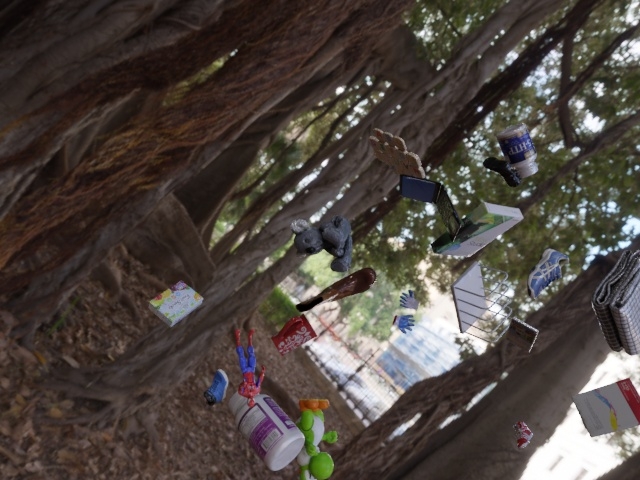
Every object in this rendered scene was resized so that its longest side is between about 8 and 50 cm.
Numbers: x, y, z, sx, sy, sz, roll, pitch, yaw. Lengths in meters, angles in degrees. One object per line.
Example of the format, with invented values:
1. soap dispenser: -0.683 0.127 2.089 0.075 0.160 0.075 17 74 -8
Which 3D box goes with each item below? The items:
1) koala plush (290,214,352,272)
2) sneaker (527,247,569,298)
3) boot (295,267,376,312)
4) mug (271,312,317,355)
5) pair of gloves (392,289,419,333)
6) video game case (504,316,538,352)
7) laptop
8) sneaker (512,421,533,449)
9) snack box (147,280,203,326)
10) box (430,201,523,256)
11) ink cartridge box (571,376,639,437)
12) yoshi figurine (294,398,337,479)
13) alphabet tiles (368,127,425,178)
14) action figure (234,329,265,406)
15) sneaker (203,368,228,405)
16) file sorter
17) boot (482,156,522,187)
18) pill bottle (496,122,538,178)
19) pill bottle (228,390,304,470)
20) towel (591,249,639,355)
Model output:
1. koala plush: 0.000 0.000 1.774 0.203 0.221 0.196 -76 157 -52
2. sneaker: 0.793 0.117 1.644 0.081 0.211 0.080 19 -24 45
3. boot: 0.067 0.195 1.884 0.280 0.264 0.096 -8 79 -59
4. mug: -0.120 0.381 1.947 0.150 0.169 0.113 60 -7 -23
5. pair of gloves: 0.400 0.328 2.161 0.023 0.199 0.159 11 -11 46
6. video game case: 0.664 0.313 1.553 0.087 0.011 0.122 32 -34 31
7. laptop: 0.413 -0.121 1.799 0.234 0.136 0.265 58 12 -73
8. sneaker: 0.710 0.689 1.665 0.118 0.042 0.067 -10 62 -52
9. snack box: -0.459 0.199 1.490 0.100 0.141 0.037 37 -51 10
10. box: 0.655 -0.037 1.980 0.232 0.322 0.059 5 54 -32
11. ink cartridge box: 0.884 0.511 1.426 0.128 0.176 0.128 28 39 -50
12. yoshi figurine: -0.010 0.901 2.099 0.203 0.363 0.203 6 -19 -11
13. alphabet tiles: 0.324 -0.357 2.012 0.284 0.021 0.278 35 -13 40
14. action figure: -0.251 0.442 1.673 0.139 0.091 0.281 126 -40 -51
15. sneaker: -0.404 0.568 1.792 0.058 0.084 0.152 29 -56 26
16. file sorter: 0.709 0.274 2.031 0.173 0.192 0.278 20 -42 49
17. boot: 0.606 -0.227 1.561 0.099 0.045 0.121 40 -2 -29
18. pill bottle: 0.756 -0.339 1.788 0.187 0.111 0.112 62 -11 -12
19. pill bottle: -0.214 0.694 1.770 0.301 0.169 0.169 37 -11 34
20. towel: 1.007 0.195 1.529 0.121 0.283 0.235 6 -44 57
